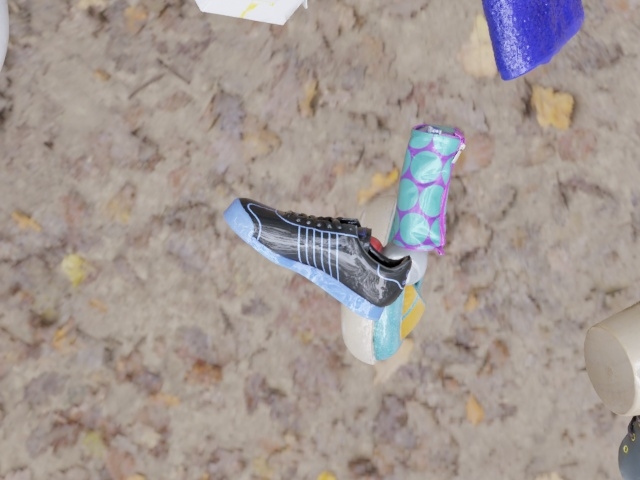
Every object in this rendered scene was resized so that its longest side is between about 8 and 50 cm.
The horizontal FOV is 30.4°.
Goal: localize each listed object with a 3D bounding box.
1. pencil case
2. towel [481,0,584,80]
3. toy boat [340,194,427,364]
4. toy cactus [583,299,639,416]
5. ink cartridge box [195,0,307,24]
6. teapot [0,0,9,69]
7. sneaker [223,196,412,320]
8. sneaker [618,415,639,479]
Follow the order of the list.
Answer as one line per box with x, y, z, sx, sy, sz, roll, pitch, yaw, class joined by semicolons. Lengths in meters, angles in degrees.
0.130;-0.063;1.416;0.070;0.064;0.151;14;101;27;pencil case
0.251;-0.378;1.457;0.076;0.227;0.308;-4;118;31;towel
0.104;0.051;1.767;0.148;0.318;0.267;9;80;15;toy boat
0.187;0.027;0.428;0.181;0.112;0.218;-16;100;-17;toy cactus
-0.070;-0.298;1.259;0.090;0.143;0.092;-44;65;33;ink cartridge box
-0.388;-0.158;1.027;0.253;0.187;0.256;-23;147;7;teapot
0.000;0.000;1.412;0.232;0.081;0.090;32;105;-8;sneaker
0.275;0.119;0.925;0.118;0.083;0.222;-13;95;47;sneaker
